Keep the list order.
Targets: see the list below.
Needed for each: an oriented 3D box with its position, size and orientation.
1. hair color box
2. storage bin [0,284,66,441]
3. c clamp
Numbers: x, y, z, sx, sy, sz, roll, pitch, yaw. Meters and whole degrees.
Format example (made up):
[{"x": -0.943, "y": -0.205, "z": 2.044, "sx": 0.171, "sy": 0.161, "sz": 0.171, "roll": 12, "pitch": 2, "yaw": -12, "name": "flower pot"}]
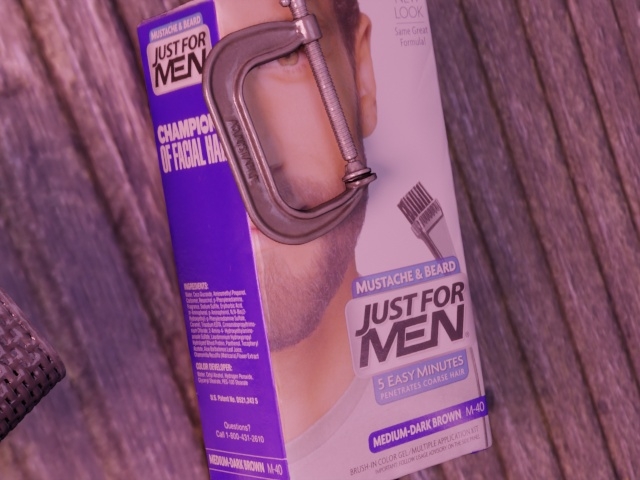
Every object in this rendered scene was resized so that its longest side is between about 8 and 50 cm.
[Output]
[{"x": 0.000, "y": 0.000, "z": 0.881, "sx": 0.185, "sy": 0.110, "sz": 0.339, "roll": -12, "pitch": 93, "yaw": -37, "name": "hair color box"}, {"x": -0.240, "y": 0.036, "z": 0.680, "sx": 0.084, "sy": 0.122, "sz": 0.180, "roll": -47, "pitch": 115, "yaw": -30, "name": "storage bin"}, {"x": -0.007, "y": -0.083, "z": 0.800, "sx": 0.137, "sy": 0.022, "sz": 0.161, "roll": -19, "pitch": 97, "yaw": -32, "name": "c clamp"}]
